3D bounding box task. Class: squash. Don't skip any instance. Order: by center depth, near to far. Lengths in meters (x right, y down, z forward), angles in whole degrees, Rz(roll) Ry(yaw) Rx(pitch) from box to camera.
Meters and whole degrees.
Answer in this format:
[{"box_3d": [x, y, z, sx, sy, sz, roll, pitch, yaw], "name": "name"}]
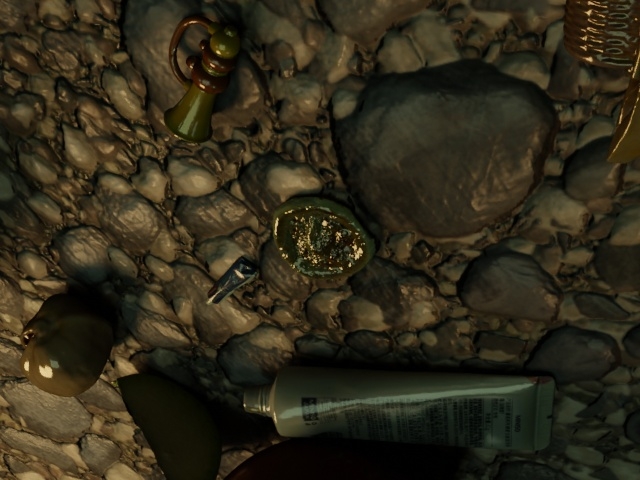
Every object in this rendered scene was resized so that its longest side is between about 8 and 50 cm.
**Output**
[{"box_3d": [-0.171, 0.253, 1.037, 0.191, 0.085, 0.184, 56, 168, 25], "name": "squash"}]

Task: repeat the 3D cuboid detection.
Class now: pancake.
[{"box_3d": [-0.001, -0.001, 0.789, 0.108, 0.017, 0.108, 8, 132, 9], "name": "pancake"}]

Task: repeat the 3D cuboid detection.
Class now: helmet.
[{"box_3d": [-0.027, 0.353, 0.951, 0.230, 0.338, 0.384, 39, 122, 21], "name": "helmet"}]

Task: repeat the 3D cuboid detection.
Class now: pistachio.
[{"box_3d": [-0.300, 0.128, 0.970, 0.113, 0.113, 0.149, 18, 152, 5], "name": "pistachio"}]

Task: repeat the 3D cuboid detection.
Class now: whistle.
[{"box_3d": [-0.100, -0.143, 0.694, 0.046, 0.057, 0.109, -5, 137, -37], "name": "whistle"}]

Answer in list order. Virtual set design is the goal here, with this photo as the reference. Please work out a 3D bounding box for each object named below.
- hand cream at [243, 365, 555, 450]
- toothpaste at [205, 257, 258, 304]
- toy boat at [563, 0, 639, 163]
[{"box_3d": [0.080, 0.181, 0.901, 0.341, 0.077, 0.124, 0, 130, 11], "name": "hand cream"}, {"box_3d": [-0.098, 0.047, 0.870, 0.027, 0.019, 0.083, 48, 128, 0], "name": "toothpaste"}, {"box_3d": [0.209, -0.185, 0.488, 0.115, 0.089, 0.310, 7, 133, 20], "name": "toy boat"}]
